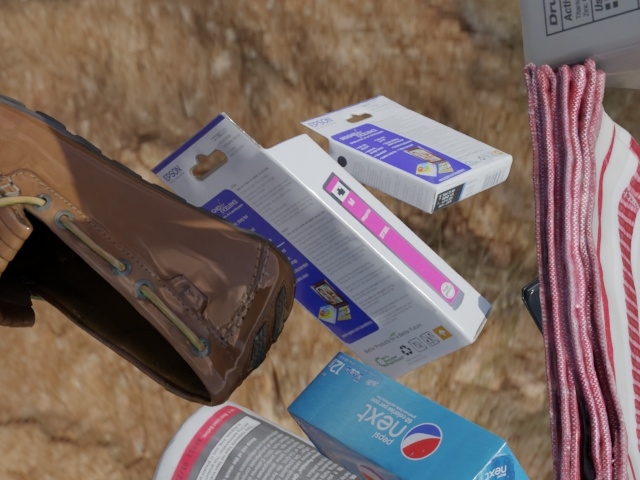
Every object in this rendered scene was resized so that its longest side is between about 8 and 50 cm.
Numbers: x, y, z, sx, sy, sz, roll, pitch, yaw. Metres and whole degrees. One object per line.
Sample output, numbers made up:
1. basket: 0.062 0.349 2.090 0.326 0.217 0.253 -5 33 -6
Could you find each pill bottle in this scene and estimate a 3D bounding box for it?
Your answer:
1. pill bottle: -0.020 0.317 1.829 0.318 0.176 0.176 24 72 22

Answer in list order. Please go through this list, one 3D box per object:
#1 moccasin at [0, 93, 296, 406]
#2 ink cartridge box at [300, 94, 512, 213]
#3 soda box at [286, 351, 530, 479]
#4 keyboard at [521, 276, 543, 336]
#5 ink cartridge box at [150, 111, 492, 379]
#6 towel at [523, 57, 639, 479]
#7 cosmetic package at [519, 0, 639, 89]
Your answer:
1. moccasin: -0.208 0.004 1.173 0.380 0.139 0.147 29 58 11
2. ink cartridge box: 0.106 -0.111 2.069 0.208 0.206 0.045 28 118 25
3. soda box: 0.069 0.166 1.313 0.071 0.067 0.210 -46 38 -16
4. keyboard: 0.295 0.100 1.757 0.108 0.023 0.180 -33 106 -9
5. ink cartridge box: 0.000 0.000 1.797 0.371 0.176 0.069 41 55 -13
6. towel: 0.177 0.064 0.887 0.037 0.329 0.237 -8 73 21
7. cosmetic package: 0.236 -0.176 0.740 0.113 0.309 0.160 1 83 -41
